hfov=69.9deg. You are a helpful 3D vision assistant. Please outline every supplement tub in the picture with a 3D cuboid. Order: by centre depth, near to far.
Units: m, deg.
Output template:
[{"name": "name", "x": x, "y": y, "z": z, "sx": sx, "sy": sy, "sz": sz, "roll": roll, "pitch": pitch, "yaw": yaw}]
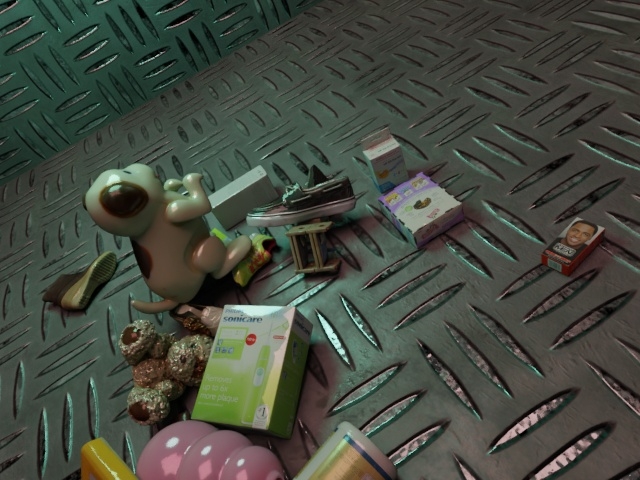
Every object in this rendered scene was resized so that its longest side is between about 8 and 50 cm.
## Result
[{"name": "supplement tub", "x": 0.034, "y": 0.467, "z": 0.869, "sx": 0.200, "sy": 0.144, "sz": 0.144, "roll": -45, "pitch": 46, "yaw": -17}]

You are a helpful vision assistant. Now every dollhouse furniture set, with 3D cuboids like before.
[{"name": "dollhouse furniture set", "x": 0.000, "y": 0.000, "z": 1.368, "sx": 0.129, "sy": 0.129, "sz": 0.183, "roll": -6, "pitch": 18, "yaw": 20}]

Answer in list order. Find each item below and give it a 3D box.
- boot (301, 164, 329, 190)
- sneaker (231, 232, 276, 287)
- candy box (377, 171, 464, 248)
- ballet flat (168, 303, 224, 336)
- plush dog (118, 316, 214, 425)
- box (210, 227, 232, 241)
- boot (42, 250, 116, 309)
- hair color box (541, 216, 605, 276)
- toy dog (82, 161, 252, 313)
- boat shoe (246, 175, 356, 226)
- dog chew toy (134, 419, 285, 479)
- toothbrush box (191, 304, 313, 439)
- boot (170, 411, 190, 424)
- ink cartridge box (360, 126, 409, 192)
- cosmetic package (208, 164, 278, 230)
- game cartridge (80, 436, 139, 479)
[{"name": "boot", "x": -0.058, "y": -0.157, "z": 1.541, "sx": 0.161, "sy": 0.083, "sz": 0.246, "roll": -38, "pitch": 20, "yaw": 21}, {"name": "sneaker", "x": -0.202, "y": 0.056, "z": 1.418, "sx": 0.094, "sy": 0.081, "sz": 0.208, "roll": 2, "pitch": 50, "yaw": 25}, {"name": "candy box", "x": 0.288, "y": -0.092, "z": 1.325, "sx": 0.165, "sy": 0.070, "sz": 0.196, "roll": -31, "pitch": 43, "yaw": -4}, {"name": "ballet flat", "x": -0.340, "y": 0.222, "z": 1.327, "sx": 0.249, "sy": 0.086, "sz": 0.086, "roll": 4, "pitch": 51, "yaw": 28}, {"name": "plush dog", "x": -0.375, "y": 0.330, "z": 1.205, "sx": 0.226, "sy": 0.210, "sz": 0.262, "roll": -13, "pitch": 72, "yaw": -5}, {"name": "box", "x": -0.339, "y": 0.035, "z": 1.530, "sx": 0.109, "sy": 0.042, "sz": 0.178, "roll": -45, "pitch": 46, "yaw": -17}, {"name": "boot", "x": -0.880, "y": 0.132, "z": 1.667, "sx": 0.207, "sy": 0.090, "sz": 0.248, "roll": 7, "pitch": 57, "yaw": 28}, {"name": "hair color box", "x": 0.602, "y": 0.014, "z": 1.092, "sx": 0.141, "sy": 0.043, "sz": 0.072, "roll": -40, "pitch": 44, "yaw": -15}, {"name": "toy dog", "x": -0.476, "y": -0.035, "z": 1.314, "sx": 0.395, "sy": 0.407, "sz": 0.285, "roll": -49, "pitch": 35, "yaw": -19}, {"name": "boat shoe", "x": -0.064, "y": -0.122, "z": 1.376, "sx": 0.336, "sy": 0.119, "sz": 0.121, "roll": -13, "pitch": 16, "yaw": -4}, {"name": "dog chew toy", "x": -0.213, "y": 0.472, "z": 0.916, "sx": 0.332, "sy": 0.206, "sz": 0.206, "roll": -12, "pitch": 44, "yaw": 32}, {"name": "toothbrush box", "x": -0.156, "y": 0.308, "z": 1.101, "sx": 0.206, "sy": 0.122, "sz": 0.283, "roll": -2, "pitch": 57, "yaw": 24}, {"name": "boot", "x": -0.319, "y": 0.463, "z": 1.127, "sx": 0.107, "sy": 0.037, "sz": 0.114, "roll": -26, "pitch": 39, "yaw": -2}, {"name": "ink cartridge box", "x": 0.202, "y": -0.249, "z": 1.433, "sx": 0.104, "sy": 0.181, "sz": 0.061, "roll": -27, "pitch": 43, "yaw": 1}, {"name": "cosmetic package", "x": -0.277, "y": -0.151, "z": 1.624, "sx": 0.231, "sy": 0.117, "sz": 0.085, "roll": -31, "pitch": 43, "yaw": -6}, {"name": "game cartridge", "x": -0.371, "y": 0.588, "z": 0.882, "sx": 0.324, "sy": 0.285, "sz": 0.053, "roll": 21, "pitch": 20, "yaw": 39}]
